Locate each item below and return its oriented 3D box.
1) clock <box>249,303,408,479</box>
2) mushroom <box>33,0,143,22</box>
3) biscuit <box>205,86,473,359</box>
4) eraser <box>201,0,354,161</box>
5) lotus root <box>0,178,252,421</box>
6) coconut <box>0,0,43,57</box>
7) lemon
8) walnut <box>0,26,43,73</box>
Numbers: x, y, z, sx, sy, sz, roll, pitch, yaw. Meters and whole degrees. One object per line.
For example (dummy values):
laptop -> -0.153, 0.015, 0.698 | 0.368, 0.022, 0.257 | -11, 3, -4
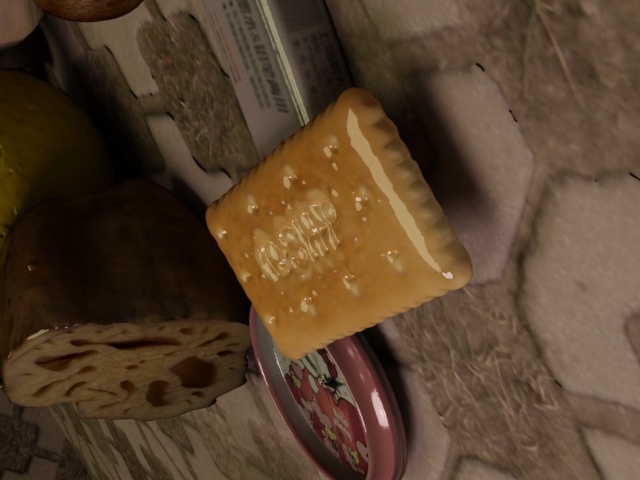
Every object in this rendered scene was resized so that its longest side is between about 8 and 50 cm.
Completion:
clock -> 0.006, 0.145, 0.926 | 0.244, 0.056, 0.244 | 46, 149, 37
mushroom -> -0.196, -0.324, 0.725 | 0.278, 0.163, 0.297 | -9, 86, 58
biscuit -> -0.001, 0.000, 0.699 | 0.249, 0.030, 0.160 | -30, 90, 53
eraser -> -0.016, -0.103, 0.728 | 0.089, 0.061, 0.352 | -3, 110, 53
lotus root -> -0.254, 0.084, 1.103 | 0.316, 0.316, 0.250 | 104, 149, -52
coconut -> -0.494, -0.342, 1.211 | 0.239, 0.239, 0.244 | 42, 143, 37
lemon -> -0.449, -0.064, 1.250 | 0.350, 0.349, 0.387 | 58, -164, 11
walnut -> -0.521, -0.264, 1.437 | 0.204, 0.141, 0.238 | 51, 149, 33
